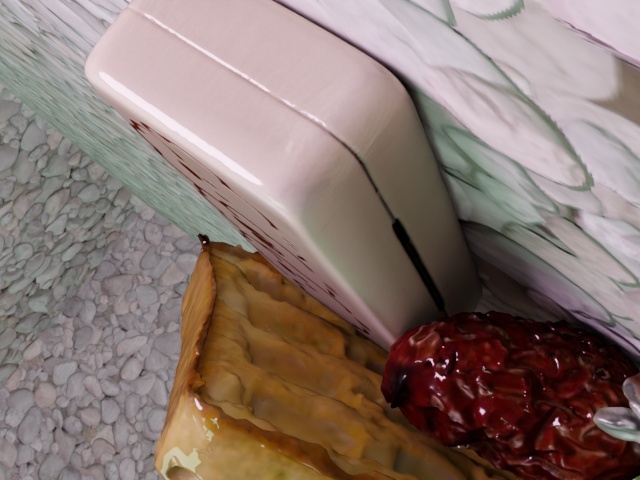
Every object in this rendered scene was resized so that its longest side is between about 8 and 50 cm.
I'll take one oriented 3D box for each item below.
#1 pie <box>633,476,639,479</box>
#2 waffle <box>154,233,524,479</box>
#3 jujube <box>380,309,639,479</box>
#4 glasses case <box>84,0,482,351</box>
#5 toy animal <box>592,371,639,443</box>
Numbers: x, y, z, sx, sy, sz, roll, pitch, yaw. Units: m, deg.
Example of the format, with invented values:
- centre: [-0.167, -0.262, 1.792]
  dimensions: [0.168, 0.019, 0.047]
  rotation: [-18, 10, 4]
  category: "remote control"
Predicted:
- centre: [0.247, 0.205, 0.794]
  dimensions: [0.201, 0.090, 0.248]
  rotation: [39, 178, -41]
  category: "pie"
- centre: [0.034, 0.120, 0.660]
  dimensions: [0.304, 0.077, 0.348]
  rotation: [27, -170, -11]
  category: "waffle"
- centre: [0.120, 0.089, 0.553]
  dimensions: [0.166, 0.104, 0.104]
  rotation: [18, -179, -21]
  category: "jujube"
- centre: [0.003, -0.019, 0.556]
  dimensions: [0.144, 0.076, 0.336]
  rotation: [34, 173, 24]
  category: "glasses case"
- centre: [0.229, 0.135, 0.446]
  dimensions: [0.170, 0.090, 0.255]
  rotation: [38, 173, 33]
  category: "toy animal"
